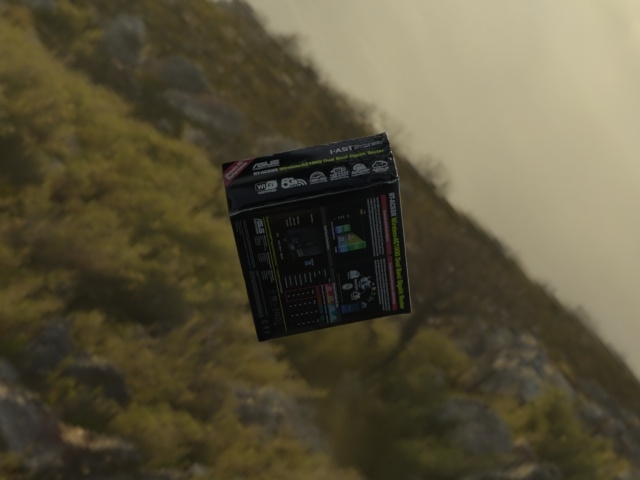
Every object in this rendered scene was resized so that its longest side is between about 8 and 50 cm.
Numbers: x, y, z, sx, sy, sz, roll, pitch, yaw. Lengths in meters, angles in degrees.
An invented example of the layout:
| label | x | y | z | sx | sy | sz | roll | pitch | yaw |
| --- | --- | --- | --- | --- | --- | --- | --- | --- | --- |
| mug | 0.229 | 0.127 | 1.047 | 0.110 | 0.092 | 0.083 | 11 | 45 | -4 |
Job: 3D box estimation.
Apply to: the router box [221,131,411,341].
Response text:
| label | x | y | z | sx | sy | sz | roll | pitch | yaw |
| --- | --- | --- | --- | --- | --- | --- | --- | --- | --- |
| router box | 0.000 | 0.000 | 0.862 | 0.122 | 0.092 | 0.038 | 81 | -2 | -51 |
